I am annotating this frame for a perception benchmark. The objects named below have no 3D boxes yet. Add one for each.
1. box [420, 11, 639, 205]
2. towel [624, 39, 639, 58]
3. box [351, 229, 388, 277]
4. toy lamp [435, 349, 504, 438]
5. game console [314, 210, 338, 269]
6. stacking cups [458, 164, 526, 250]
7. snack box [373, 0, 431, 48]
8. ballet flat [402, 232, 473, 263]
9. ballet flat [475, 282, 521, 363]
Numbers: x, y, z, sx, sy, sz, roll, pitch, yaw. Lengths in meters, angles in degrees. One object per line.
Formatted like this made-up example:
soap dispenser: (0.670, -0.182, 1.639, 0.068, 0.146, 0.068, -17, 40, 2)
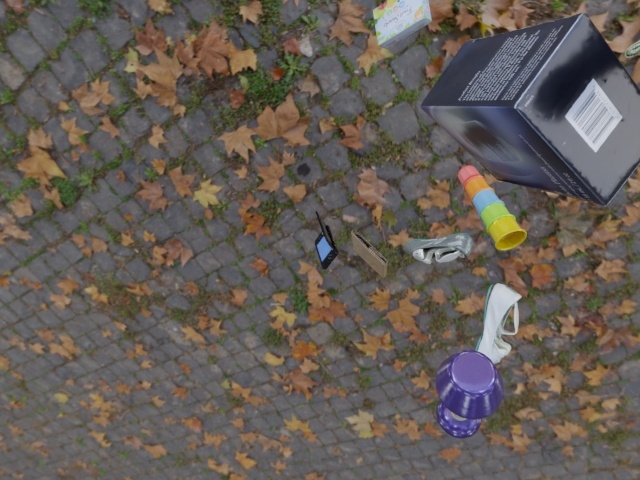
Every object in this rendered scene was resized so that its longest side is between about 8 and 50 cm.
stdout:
box: (0.410, -0.239, 0.792, 0.296, 0.294, 0.183, 33, 96, -23)
towel: (0.800, -0.491, 0.956, 0.027, 0.110, 0.148, 54, 133, 4)
box: (0.176, 0.052, 1.458, 0.021, 0.201, 0.164, -43, 72, -7)
toy lamp: (0.194, 0.211, 0.543, 0.080, 0.080, 0.275, -3, 149, 15)
game console: (0.000, 0.000, 1.124, 0.071, 0.122, 0.107, 18, 124, -29)
stacking cups: (0.532, -0.113, 1.296, 0.096, 0.316, 0.096, -8, 138, -8)
snack box: (0.204, -0.568, 1.025, 0.141, 0.037, 0.100, -12, 85, 45)
ballet flat: (0.299, 0.028, 1.072, 0.072, 0.068, 0.213, 33, 152, -31)
ballet flat: (0.690, 0.367, 1.583, 0.139, 0.139, 0.400, 9, 106, 8)
